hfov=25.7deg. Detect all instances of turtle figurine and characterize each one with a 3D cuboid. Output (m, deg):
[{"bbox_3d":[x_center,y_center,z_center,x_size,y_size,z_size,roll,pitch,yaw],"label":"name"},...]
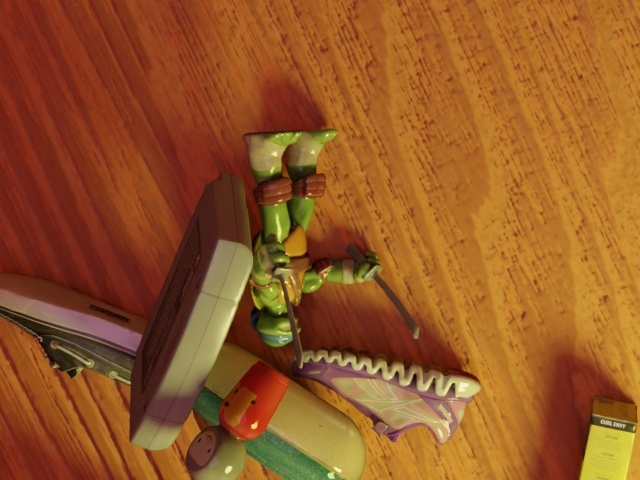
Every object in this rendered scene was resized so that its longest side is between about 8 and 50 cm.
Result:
[{"bbox_3d":[0.000,0.000,1.679,0.198,0.275,0.266,-5,95,-24],"label":"turtle figurine"}]

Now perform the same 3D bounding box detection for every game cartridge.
[{"bbox_3d":[-0.151,0.088,1.613,0.060,0.196,0.294,19,116,-12],"label":"game cartridge"}]

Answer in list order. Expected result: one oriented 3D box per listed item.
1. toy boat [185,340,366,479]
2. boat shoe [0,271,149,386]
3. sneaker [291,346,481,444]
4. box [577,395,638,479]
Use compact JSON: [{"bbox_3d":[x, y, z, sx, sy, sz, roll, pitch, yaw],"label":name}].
[{"bbox_3d":[-0.080,0.223,1.663,0.267,0.318,0.148,33,85,11],"label":"toy boat"},{"bbox_3d":[-0.314,0.127,1.802,0.301,0.108,0.102,19,101,-1],"label":"boat shoe"},{"bbox_3d":[0.075,0.194,1.740,0.236,0.095,0.104,12,93,7],"label":"sneaker"},{"bbox_3d":[0.341,0.316,1.726,0.058,0.087,0.232,11,102,10],"label":"box"}]
